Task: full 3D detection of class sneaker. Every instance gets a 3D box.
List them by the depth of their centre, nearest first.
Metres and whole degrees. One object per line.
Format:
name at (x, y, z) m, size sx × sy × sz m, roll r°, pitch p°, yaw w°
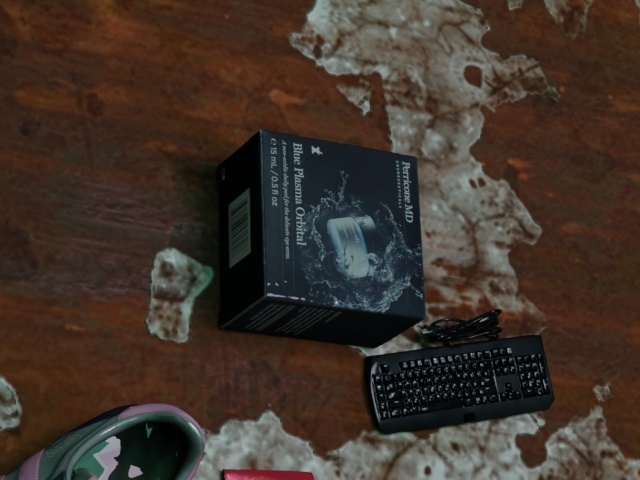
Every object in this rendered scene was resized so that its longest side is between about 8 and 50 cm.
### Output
sneaker at (-0.216, 0.222, 1.440) m, size 0.112 × 0.131 × 0.319 m, roll 51°, pitch 57°, yaw -6°

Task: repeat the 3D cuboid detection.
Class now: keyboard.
keyboard at (0.128, 0.112, 1.724) m, size 0.192 × 0.038 × 0.100 m, roll -6°, pitch 73°, yaw -31°

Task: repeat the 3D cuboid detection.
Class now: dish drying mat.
dish drying mat at (-0.043, 0.208, 1.612) m, size 0.083 × 0.008 × 0.032 m, roll 4°, pitch 68°, yaw -26°

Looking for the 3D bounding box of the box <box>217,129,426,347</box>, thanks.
box at (0.000, 0.000, 1.668) m, size 0.158 × 0.093 × 0.156 m, roll 8°, pitch 67°, yaw -26°
